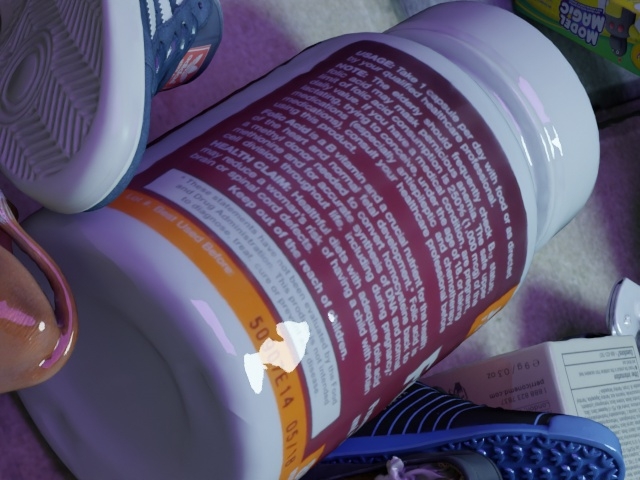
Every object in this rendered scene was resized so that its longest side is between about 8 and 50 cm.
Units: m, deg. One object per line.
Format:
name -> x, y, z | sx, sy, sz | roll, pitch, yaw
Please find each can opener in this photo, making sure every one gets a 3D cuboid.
can opener -> 0.303, 0.106, 1.430 | 0.280, 0.093, 0.074 | 25, 62, -38

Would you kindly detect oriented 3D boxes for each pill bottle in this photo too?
pill bottle -> 0.000, 0.000, 1.142 | 0.392, 0.224, 0.224 | -35, 96, -39

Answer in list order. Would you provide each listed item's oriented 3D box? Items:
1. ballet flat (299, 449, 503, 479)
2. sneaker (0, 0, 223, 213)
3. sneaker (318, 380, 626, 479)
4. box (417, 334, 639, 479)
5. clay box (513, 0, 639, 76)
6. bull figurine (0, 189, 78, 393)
ballet flat -> 0.015, 0.173, 1.107 | 0.074, 0.203, 0.074 | -15, 90, -75
sneaker -> -0.120, -0.121, 1.080 | 0.148, 0.131, 0.350 | 31, 26, -31
sneaker -> 0.086, 0.131, 1.172 | 0.090, 0.232, 0.081 | -77, 161, -54
box -> 0.183, 0.232, 1.241 | 0.148, 0.121, 0.311 | 3, 71, -55
clay box -> 0.281, -0.172, 1.434 | 0.127, 0.222, 0.053 | -8, 123, -38
bull figurine -> -0.293, 0.045, 0.943 | 0.310, 0.101, 0.188 | -14, 74, -15
